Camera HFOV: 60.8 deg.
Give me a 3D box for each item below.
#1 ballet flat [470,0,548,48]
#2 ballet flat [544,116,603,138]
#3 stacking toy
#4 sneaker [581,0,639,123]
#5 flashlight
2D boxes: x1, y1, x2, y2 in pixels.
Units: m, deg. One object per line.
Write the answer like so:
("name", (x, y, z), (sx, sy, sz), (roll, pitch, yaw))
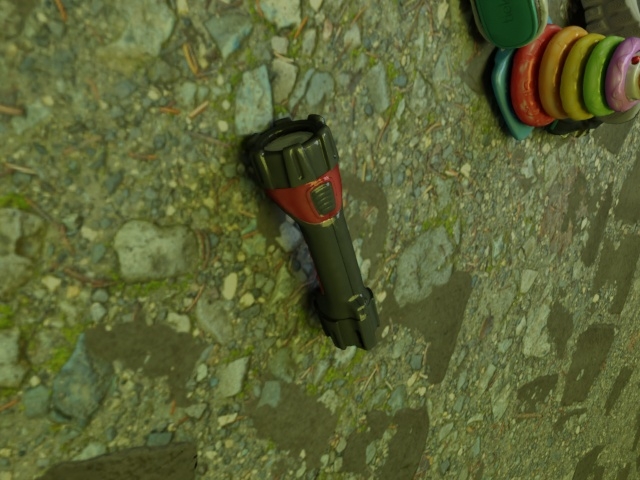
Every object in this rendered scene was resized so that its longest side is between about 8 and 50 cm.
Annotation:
("ballet flat", (0.230, -0.453, 0.724), (0.139, 0.139, 0.400), (-48, 132, -18))
("ballet flat", (0.484, -0.229, 1.037), (0.203, 0.074, 0.074), (-15, 113, -42))
("stacking toy", (0.428, -0.245, 0.822), (0.175, 0.301, 0.166), (-51, 129, -14))
("sneaker", (0.558, -0.374, 0.982), (0.180, 0.124, 0.321), (-12, 99, -38))
("flashlight", (0.000, 0.000, 0.689), (0.103, 0.103, 0.304), (-68, 148, -49))
